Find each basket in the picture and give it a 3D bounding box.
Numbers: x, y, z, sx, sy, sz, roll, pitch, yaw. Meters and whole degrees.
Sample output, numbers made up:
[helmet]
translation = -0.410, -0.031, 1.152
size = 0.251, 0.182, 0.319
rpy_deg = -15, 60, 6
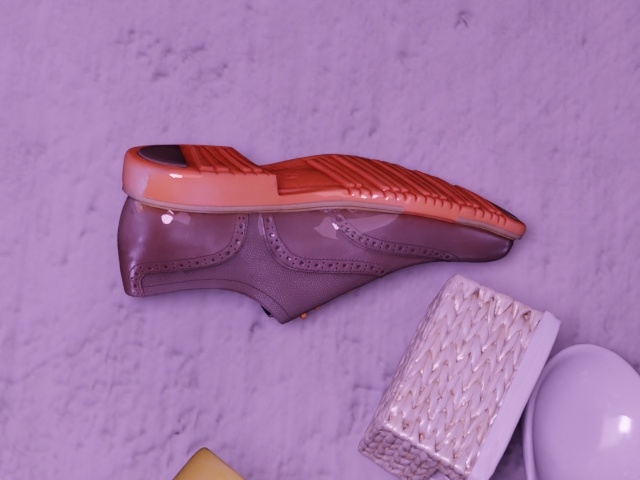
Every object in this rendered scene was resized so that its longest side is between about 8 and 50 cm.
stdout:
[basket]
translation = 0.114, 0.125, 1.586
size = 0.103, 0.113, 0.167
rpy_deg = 29, 67, 0

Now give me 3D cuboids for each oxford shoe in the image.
[oxford shoe]
translation = 0.000, 0.000, 1.613
size = 0.363, 0.130, 0.133
rpy_deg = 5, 104, -20

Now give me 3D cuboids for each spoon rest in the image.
[spoon rest]
translation = 0.193, 0.210, 1.587
size = 0.137, 0.084, 0.276
rpy_deg = 41, 69, -16

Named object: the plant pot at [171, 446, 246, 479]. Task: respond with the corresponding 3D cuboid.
[plant pot]
translation = -0.069, 0.323, 1.416
size = 0.254, 0.254, 0.239
rpy_deg = 41, 82, 1
